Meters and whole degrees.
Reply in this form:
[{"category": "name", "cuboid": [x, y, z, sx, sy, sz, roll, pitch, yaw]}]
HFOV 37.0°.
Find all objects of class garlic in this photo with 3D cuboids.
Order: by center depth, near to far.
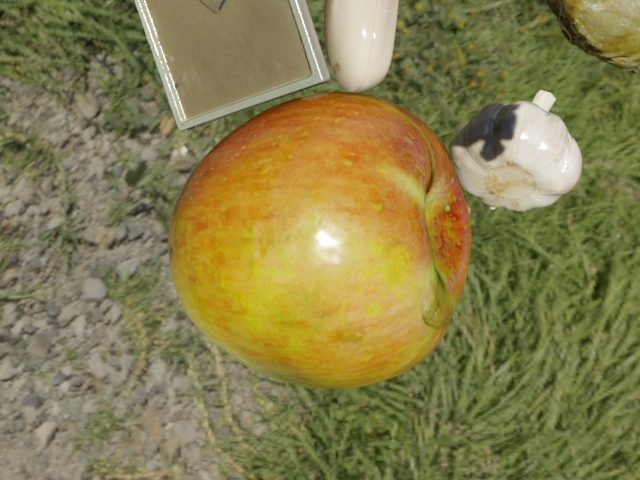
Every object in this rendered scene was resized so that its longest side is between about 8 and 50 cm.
[{"category": "garlic", "cuboid": [0.340, -0.169, 1.613, 0.218, 0.218, 0.212, 41, 55, -23]}]

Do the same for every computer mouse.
[{"category": "computer mouse", "cuboid": [0.050, -0.304, 1.196, 0.082, 0.145, 0.236, 5, 88, -9]}]

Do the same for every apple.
[{"category": "apple", "cuboid": [0.000, 0.000, 1.075, 0.339, 0.339, 0.340, 10, 73, -36]}]

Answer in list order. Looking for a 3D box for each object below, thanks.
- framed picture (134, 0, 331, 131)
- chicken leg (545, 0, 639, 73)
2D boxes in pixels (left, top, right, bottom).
[{"category": "framed picture", "cuboid": [-0.128, -0.295, 1.057, 0.024, 0.232, 0.315, -30, 104, -50]}, {"category": "chicken leg", "cuboid": [0.236, -0.270, 0.624, 0.211, 0.361, 0.140, 24, 54, 14]}]
